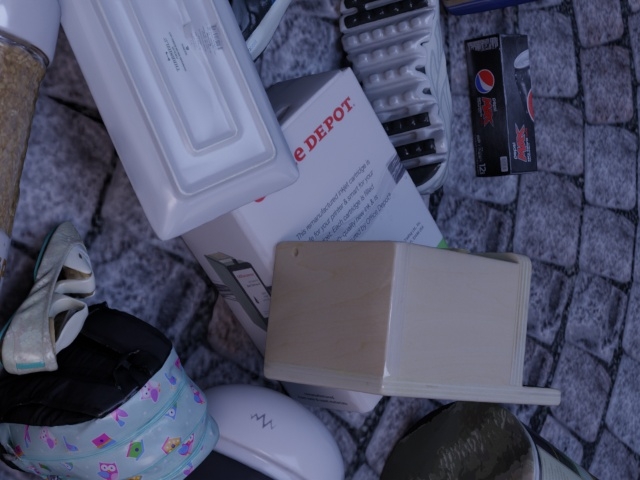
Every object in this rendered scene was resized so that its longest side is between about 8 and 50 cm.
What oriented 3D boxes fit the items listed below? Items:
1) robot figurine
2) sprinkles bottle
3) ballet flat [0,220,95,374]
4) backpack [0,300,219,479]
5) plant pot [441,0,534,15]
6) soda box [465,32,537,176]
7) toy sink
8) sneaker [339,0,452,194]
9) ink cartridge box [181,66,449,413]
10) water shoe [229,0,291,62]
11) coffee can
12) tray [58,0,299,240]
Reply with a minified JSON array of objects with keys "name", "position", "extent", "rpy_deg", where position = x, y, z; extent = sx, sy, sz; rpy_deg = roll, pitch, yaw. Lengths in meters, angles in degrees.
[{"name":"robot figurine","position":[-0.091,0.259,0.919],"extent":[0.209,0.174,0.278],"rpy_deg":[42,65,-36]},{"name":"sprinkles bottle","position":[-0.282,-0.022,0.788],"extent":[0.121,0.121,0.355],"rpy_deg":[18,77,-41]},{"name":"ballet flat","position":[-0.205,0.046,0.858],"extent":[0.168,0.052,0.057],"rpy_deg":[-80,169,-50]},{"name":"backpack","position":[-0.166,0.130,0.847],"extent":[0.152,0.182,0.115],"rpy_deg":[-51,121,-32]},{"name":"plant pot","position":[0.231,-0.384,1.208],"extent":[0.212,0.236,0.236],"rpy_deg":[-34,111,-31]},{"name":"soda box","position":[0.219,-0.162,1.302],"extent":[0.060,0.053,0.169],"rpy_deg":[-8,94,-43]},{"name":"toy sink","position":[0.091,0.070,0.950],"extent":[0.234,0.153,0.131],"rpy_deg":[11,83,-39]},{"name":"sneaker","position":[0.091,-0.187,1.166],"extent":[0.118,0.110,0.292],"rpy_deg":[14,71,-67]},{"name":"ink cartridge box","position":[0.000,0.000,1.050],"extent":[0.198,0.115,0.273],"rpy_deg":[-48,119,-32]},{"name":"water shoe","position":[-0.064,-0.258,1.031],"extent":[0.080,0.073,0.203],"rpy_deg":[36,65,-33]},{"name":"coffee can","position":[0.222,0.322,1.185],"extent":[0.275,0.201,0.201],"rpy_deg":[38,64,-35]},{"name":"tray","position":[-0.120,-0.149,0.879],"extent":[0.145,0.030,0.270],"rpy_deg":[-26,97,-27]}]
